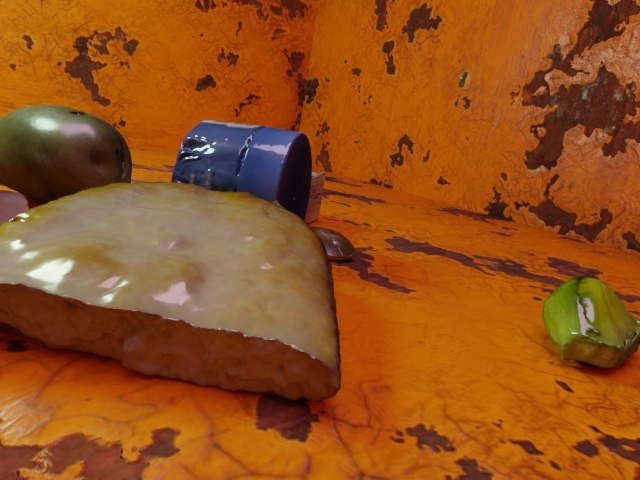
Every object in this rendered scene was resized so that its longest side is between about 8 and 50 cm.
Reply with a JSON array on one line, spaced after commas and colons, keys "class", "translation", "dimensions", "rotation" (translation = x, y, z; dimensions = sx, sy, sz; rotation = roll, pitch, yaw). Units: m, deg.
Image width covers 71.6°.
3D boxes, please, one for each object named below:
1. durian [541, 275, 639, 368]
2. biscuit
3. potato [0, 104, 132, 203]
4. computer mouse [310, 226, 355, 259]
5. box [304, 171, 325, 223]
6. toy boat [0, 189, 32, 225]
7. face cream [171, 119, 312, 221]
[{"class": "durian", "translation": [0.427, 0.126, 0.699], "dimensions": [0.250, 0.101, 0.139], "rotation": [-9, 59, -53]}, {"class": "biscuit", "translation": [-0.194, 0.025, 0.596], "dimensions": [0.429, 0.104, 0.446], "rotation": [8, 23, -5]}, {"class": "potato", "translation": [-0.578, -0.190, 1.003], "dimensions": [0.326, 0.221, 0.243], "rotation": [11, 15, 24]}, {"class": "computer mouse", "translation": [0.000, -0.002, 1.017], "dimensions": [0.102, 0.045, 0.199], "rotation": [-1, 16, -28]}, {"class": "box", "translation": [-0.114, -0.123, 1.213], "dimensions": [0.173, 0.145, 0.333], "rotation": [15, 15, 13]}, {"class": "toy boat", "translation": [-0.486, -0.011, 0.632], "dimensions": [0.141, 0.099, 0.318], "rotation": [34, 6, -20]}, {"class": "face cream", "translation": [-0.154, -0.113, 0.921], "dimensions": [0.225, 0.249, 0.249], "rotation": [10, 13, 12]}]
